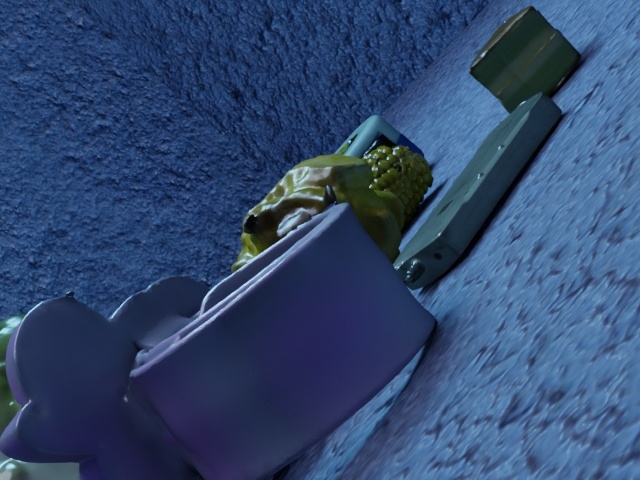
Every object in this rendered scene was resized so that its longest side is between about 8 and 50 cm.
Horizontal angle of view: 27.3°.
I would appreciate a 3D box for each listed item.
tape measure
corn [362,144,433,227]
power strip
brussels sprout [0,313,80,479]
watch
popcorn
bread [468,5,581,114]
[{"bbox_3d":[0.013,-0.034,1.667,0.215,0.098,0.351,-52,8,-17],"label":"tape measure"},{"bbox_3d":[0.002,0.012,1.359,0.293,0.106,0.106,-50,4,-15],"label":"corn"},{"bbox_3d":[0.122,-0.036,1.028,0.227,0.029,0.080,-51,6,-34],"label":"power strip"},{"bbox_3d":[-0.222,0.192,1.059,0.273,0.243,0.316,-57,8,-24],"label":"brussels sprout"},{"bbox_3d":[-0.056,0.077,0.866,0.217,0.211,0.248,-35,3,37],"label":"watch"},{"bbox_3d":[0.000,0.000,1.201,0.167,0.148,0.152,-63,-24,-12],"label":"popcorn"},{"bbox_3d":[0.181,-0.162,1.239,0.084,0.074,0.139,-46,5,2],"label":"bread"}]
